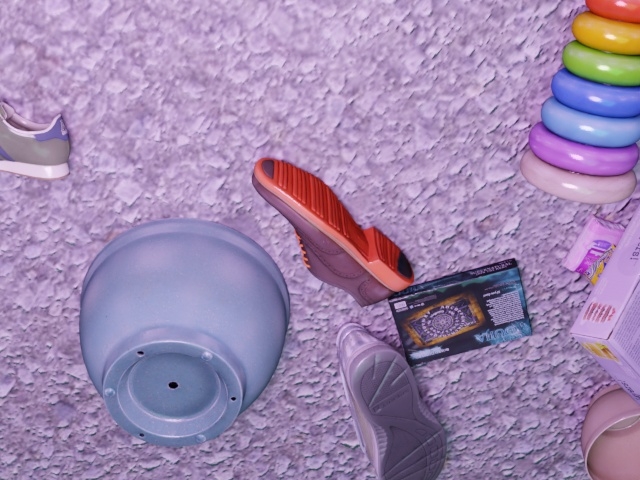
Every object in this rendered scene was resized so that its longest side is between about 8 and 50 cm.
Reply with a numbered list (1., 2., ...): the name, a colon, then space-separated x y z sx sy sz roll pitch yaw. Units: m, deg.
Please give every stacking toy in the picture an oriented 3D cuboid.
1. stacking toy: 0.333 -0.215 1.058 0.141 0.141 0.330 5 116 -5

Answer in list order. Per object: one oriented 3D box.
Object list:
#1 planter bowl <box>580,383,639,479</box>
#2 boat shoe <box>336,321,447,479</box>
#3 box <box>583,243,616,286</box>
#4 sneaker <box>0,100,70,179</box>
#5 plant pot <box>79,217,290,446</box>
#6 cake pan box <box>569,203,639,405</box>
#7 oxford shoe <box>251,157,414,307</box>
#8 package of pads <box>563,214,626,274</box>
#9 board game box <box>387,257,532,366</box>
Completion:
1. planter bowl: 0.461 0.284 1.367 0.162 0.109 0.162 -1 121 -2
2. boat shoe: 0.100 0.258 1.354 0.118 0.103 0.320 -30 125 -7
3. box: 0.441 0.073 1.252 0.169 0.054 0.059 29 112 -31
4. sneaker: -0.400 -0.131 1.114 0.192 0.064 0.086 7 113 -7
5. plant pot: -0.185 0.145 1.207 0.293 0.196 0.293 -1 122 -2
6. cake pan box: 0.466 0.082 1.185 0.246 0.070 0.267 41 72 -30
7. oxford shoe: 0.000 0.000 1.189 0.098 0.097 0.271 -38 115 25
8. package of pads: 0.373 0.008 1.243 0.050 0.032 0.083 17 119 -13
9. board game box: 0.199 0.104 1.297 0.186 0.026 0.126 -15 121 6
